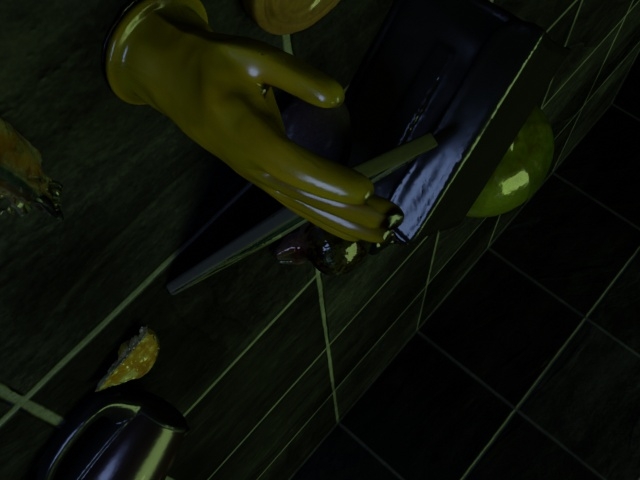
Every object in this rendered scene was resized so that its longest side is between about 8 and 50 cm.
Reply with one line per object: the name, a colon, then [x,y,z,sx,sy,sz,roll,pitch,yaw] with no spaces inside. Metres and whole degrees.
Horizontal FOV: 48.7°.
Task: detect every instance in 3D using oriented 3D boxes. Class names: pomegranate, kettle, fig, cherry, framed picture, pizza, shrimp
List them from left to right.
shrimp: [-0.284,-0.035,0.540,0.152,0.046,0.219,-51,157,-6]
kettle: [-0.313,0.326,1.035,0.202,0.144,0.232,33,88,-40]
pizza: [-0.269,0.167,0.974,0.108,0.026,0.123,-37,159,-31]
framed picture: [-0.029,-0.034,0.939,0.335,0.022,0.247,-29,180,41]
cherry: [-0.005,-0.134,0.943,0.188,0.115,0.148,-28,115,-66]
pomegranate: [0.004,-0.006,1.163,0.163,0.138,0.126,-10,156,-17]
fig: [0.302,-0.175,1.369,0.258,0.258,0.326,-53,-178,2]

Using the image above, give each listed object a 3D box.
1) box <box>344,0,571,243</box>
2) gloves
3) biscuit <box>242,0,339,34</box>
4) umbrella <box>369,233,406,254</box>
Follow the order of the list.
box: [0.188,-0.202,1.093,0.251,0.204,0.345,-17,141,-60]
gloves: [-0.047,-0.094,0.604,0.116,0.294,0.133,-51,161,-1]
biscuit: [-0.017,-0.310,0.682,0.202,0.044,0.288,-52,163,1]
umbrella: [0.201,-0.059,1.560,0.326,0.094,0.090,-37,142,-39]
